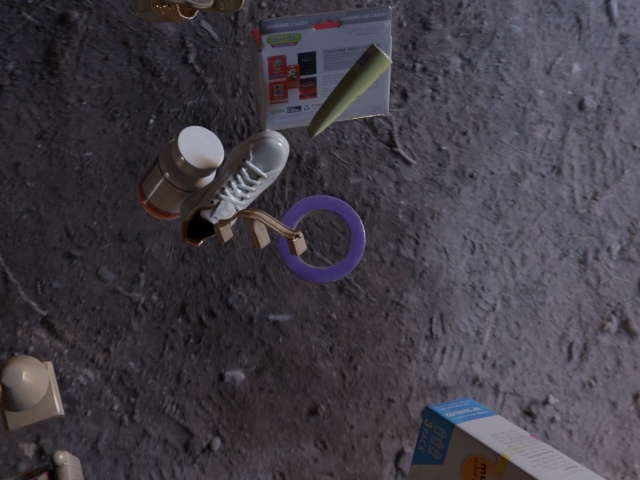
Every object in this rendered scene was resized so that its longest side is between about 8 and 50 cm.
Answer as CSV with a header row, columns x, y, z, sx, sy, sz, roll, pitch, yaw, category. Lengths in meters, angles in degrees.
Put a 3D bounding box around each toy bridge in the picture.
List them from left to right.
x,y,z,sx,sy,sz,roll,pitch,yaw,category
-0.101,-0.018,1.182,0.026,0.188,0.063,-41,126,-38,toy bridge

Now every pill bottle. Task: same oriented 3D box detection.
x,y,z,sx,sy,sz,roll,pitch,yaw,category
-0.292,-0.140,1.551,0.121,0.121,0.221,35,141,-14,pill bottle

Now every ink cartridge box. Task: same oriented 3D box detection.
x,y,z,sx,sy,sz,roll,pitch,yaw,category
0.001,-0.418,1.720,0.309,0.130,0.272,-9,129,-12,ink cartridge box
0.154,0.214,0.588,0.061,0.181,0.105,1,106,-39,ink cartridge box

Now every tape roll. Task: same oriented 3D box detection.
x,y,z,sx,sy,sz,roll,pitch,yaw,category
0.000,0.000,1.613,0.188,0.080,0.189,0,84,-2,tape roll

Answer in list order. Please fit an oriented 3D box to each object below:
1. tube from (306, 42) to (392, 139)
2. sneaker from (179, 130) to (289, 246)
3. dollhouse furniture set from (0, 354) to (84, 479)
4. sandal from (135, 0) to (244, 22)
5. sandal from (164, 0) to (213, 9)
x,y,z,sx,sy,sz,roll,pitch,yaw,category
0.054,-0.319,1.620,0.240,0.070,0.062,-46,69,10,tube
-0.165,-0.088,1.454,0.106,0.123,0.290,34,117,-29,sneaker
-0.314,0.210,0.476,0.303,0.174,0.356,-16,68,-14,dollhouse furniture set
-0.283,-0.504,1.561,0.239,0.079,0.088,-3,109,4,sandal
-0.252,-0.474,1.393,0.072,0.180,0.049,45,115,10,sandal
